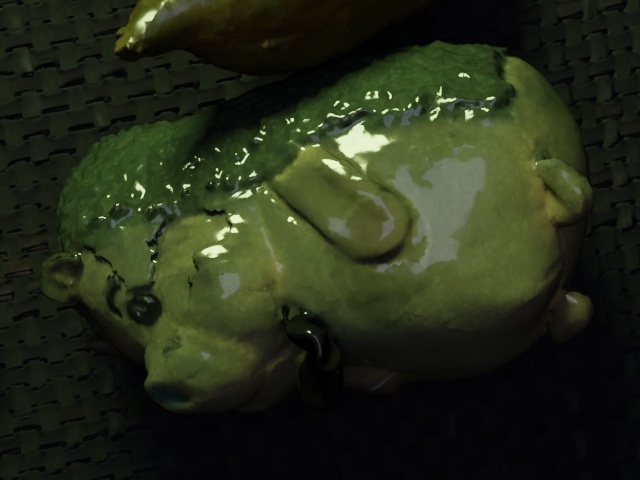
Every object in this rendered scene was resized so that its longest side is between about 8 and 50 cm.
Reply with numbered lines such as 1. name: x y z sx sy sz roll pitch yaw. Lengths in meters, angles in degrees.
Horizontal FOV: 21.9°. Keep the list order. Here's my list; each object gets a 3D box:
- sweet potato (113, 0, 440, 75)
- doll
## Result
1. sweet potato: 0.008 -0.193 1.053 0.158 0.370 0.157 14 121 25
2. doll: 0.000 0.000 1.072 0.350 0.247 0.247 -2 94 6
